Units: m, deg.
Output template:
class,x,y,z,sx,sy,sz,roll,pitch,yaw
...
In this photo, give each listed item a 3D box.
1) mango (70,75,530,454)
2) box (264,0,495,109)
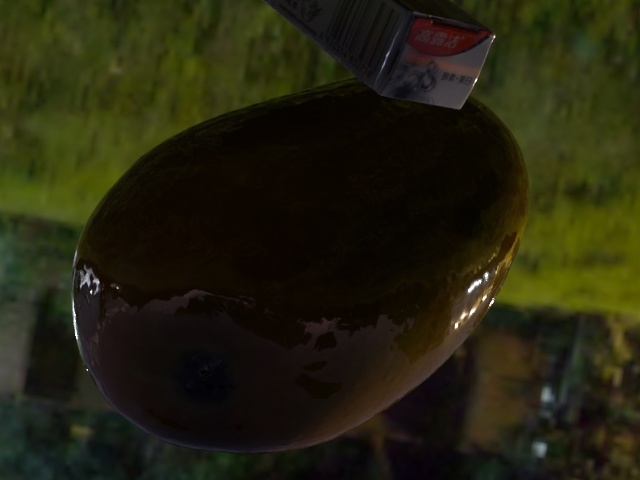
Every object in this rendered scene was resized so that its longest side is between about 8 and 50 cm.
class,x,y,z,sx,sy,sz,roll,pitch,yaw
mango,0.000,0.000,1.020,0.211,0.173,0.317,13,-144,37
box,-0.010,-0.129,0.810,0.055,0.040,0.218,6,-153,-41
